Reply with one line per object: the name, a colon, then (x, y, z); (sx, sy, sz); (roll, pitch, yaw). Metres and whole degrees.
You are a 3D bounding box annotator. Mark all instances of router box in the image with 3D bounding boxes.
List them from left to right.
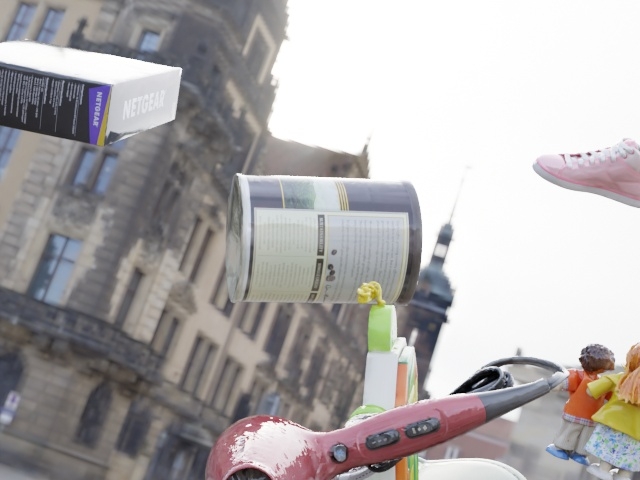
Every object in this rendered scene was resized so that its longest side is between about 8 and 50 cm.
router box: (-0.344, -0.203, 1.442); (0.242, 0.081, 0.309); (12, 14, 7)

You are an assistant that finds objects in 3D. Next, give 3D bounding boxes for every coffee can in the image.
coffee can: (0.000, 0.000, 1.693); (0.275, 0.202, 0.201); (2, -11, -12)

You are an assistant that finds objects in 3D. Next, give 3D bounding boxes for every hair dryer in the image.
hair dryer: (0.020, 0.130, 0.747); (0.223, 0.080, 0.293); (-33, -10, 37)

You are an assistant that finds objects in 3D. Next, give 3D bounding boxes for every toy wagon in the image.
toy wagon: (0.083, 0.224, 1.363); (0.068, 0.345, 0.267); (0, 5, 9)

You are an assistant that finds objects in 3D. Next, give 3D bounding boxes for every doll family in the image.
doll family: (0.390, 0.198, 1.212); (0.262, 0.163, 0.118); (17, 3, -11)

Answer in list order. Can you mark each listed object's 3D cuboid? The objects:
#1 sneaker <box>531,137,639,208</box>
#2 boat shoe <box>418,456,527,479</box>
sneaker: (0.299, -0.085, 1.165); (0.134, 0.070, 0.051); (16, 30, -3)
boat shoe: (0.176, 0.388, 1.562); (0.340, 0.113, 0.127); (-9, 14, 47)
